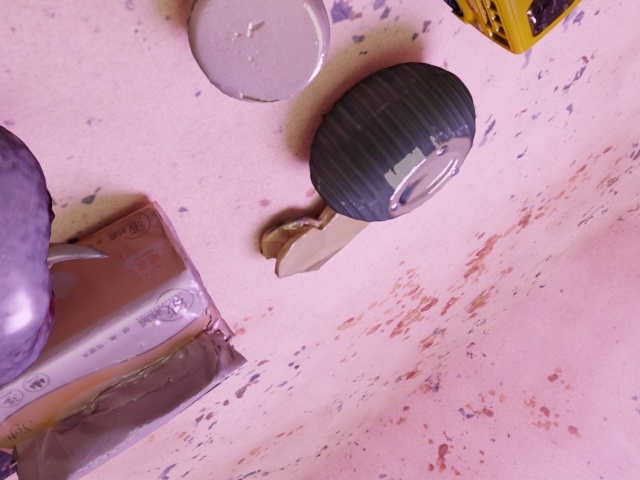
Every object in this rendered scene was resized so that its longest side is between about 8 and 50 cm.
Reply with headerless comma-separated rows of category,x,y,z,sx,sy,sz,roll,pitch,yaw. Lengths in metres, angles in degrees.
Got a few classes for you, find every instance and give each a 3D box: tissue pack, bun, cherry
tissue pack,-0.263,0.145,0.727,0.305,0.238,0.239,-31,151,-12
bun,-0.058,-0.211,0.583,0.138,0.094,0.138,1,127,1
cherry,-0.330,0.022,0.480,0.296,0.218,0.255,-12,149,-30

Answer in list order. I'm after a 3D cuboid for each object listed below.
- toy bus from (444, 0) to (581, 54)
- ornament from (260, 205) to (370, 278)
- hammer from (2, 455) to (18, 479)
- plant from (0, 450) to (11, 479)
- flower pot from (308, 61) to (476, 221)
toy bus,0.176,-0.338,0.598,0.145,0.151,0.331,-42,152,12
ornament,0.000,0.000,0.990,0.201,0.059,0.180,-30,153,-18
hammer,-0.481,0.351,0.972,0.289,0.037,0.137,-26,150,-21
plant,-0.533,0.302,0.743,0.164,0.142,0.256,-52,159,25
flower pot,0.099,-0.130,0.808,0.243,0.157,0.189,-42,150,4
